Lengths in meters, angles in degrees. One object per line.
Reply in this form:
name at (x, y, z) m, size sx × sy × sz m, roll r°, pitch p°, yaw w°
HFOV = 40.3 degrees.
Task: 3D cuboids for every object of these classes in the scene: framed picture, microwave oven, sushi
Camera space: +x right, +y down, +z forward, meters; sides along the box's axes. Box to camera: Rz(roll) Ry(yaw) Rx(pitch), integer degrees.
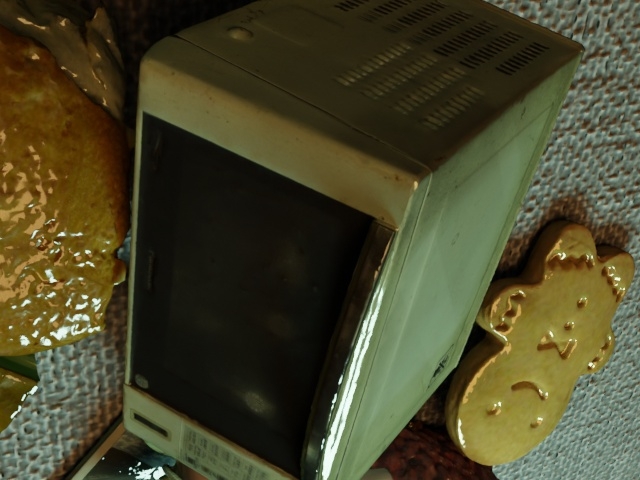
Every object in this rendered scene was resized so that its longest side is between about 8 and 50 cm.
framed picture at (-0.174, 0.248, 1.071) m, size 0.260 × 0.023 × 0.189 m, roll -48°, pitch 127°, yaw 7°
microwave oven at (0.000, 0.000, 0.760) m, size 0.333 × 0.247 × 0.394 m, roll -39°, pitch 151°, yaw -44°
sushi at (0.149, 0.400, 1.235) m, size 0.270 × 0.171 × 0.236 m, roll 22°, pitch 109°, yaw -40°

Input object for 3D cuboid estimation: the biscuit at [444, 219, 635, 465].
biscuit at (0.298, 0.150, 1.187) m, size 0.275 × 0.052 × 0.355 m, roll 28°, pitch 94°, yaw -36°

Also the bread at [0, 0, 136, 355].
bread at (-0.267, -0.078, 0.683) m, size 0.250 × 0.225 × 0.279 m, roll 13°, pitch 102°, yaw -38°

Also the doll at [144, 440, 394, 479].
doll at (-0.075, 0.263, 0.981) m, size 0.268 × 0.216 × 0.284 m, roll -1°, pitch 120°, yaw -18°

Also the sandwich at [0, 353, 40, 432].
sandwich at (-0.352, 0.129, 0.869) m, size 0.116 × 0.074 × 0.074 m, roll 33°, pitch 101°, yaw -37°
